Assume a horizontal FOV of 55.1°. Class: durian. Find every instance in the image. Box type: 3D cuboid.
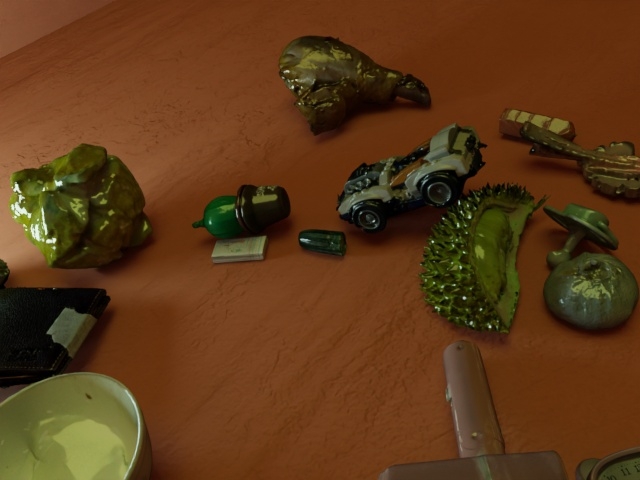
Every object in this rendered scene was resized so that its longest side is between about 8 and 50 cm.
[{"bbox_3d":[0.275,0.019,1.070,0.169,0.158,0.351,31,49,-3],"label":"durian"}]

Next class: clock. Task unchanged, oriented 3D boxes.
[{"bbox_3d":[0.391,0.293,0.738,0.153,0.050,0.110,-13,40,1],"label":"clock"}]

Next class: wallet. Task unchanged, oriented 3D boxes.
[{"bbox_3d":[-0.538,0.169,1.101,0.263,0.071,0.221,-5,31,13],"label":"wallet"}]

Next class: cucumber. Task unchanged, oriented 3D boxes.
[{"bbox_3d":[0.000,0.000,1.188,0.105,0.048,0.048,8,45,24],"label":"cucumber"}]

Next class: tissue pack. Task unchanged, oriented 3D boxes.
[{"bbox_3d":[-0.161,0.018,1.231,0.108,0.023,0.056,-4,40,12],"label":"tissue pack"}]

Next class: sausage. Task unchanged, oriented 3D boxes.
[{"bbox_3d":[0.474,-0.242,1.321,0.169,0.065,0.065,23,52,34],"label":"sausage"}]

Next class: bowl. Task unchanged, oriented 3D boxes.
[{"bbox_3d":[-0.351,0.331,0.833,0.277,0.145,0.277,-7,41,6],"label":"bowl"}]

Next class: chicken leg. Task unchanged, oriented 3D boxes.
[{"bbox_3d":[0.070,-0.368,1.539,0.410,0.182,0.295,15,55,8],"label":"chicken leg"}]

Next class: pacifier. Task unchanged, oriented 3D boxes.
[{"bbox_3d":[0.433,0.000,1.047,0.116,0.127,0.150,-58,28,4],"label":"pacifier"}]

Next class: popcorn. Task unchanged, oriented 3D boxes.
[{"bbox_3d":[-0.506,-0.061,1.271,0.277,0.225,0.276,-14,46,15],"label":"popcorn"}]

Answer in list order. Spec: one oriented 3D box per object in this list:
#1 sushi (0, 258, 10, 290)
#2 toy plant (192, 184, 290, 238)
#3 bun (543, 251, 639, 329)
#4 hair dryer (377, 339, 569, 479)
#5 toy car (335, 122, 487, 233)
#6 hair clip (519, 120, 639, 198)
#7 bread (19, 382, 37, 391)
[{"bbox_3d":[-0.690,0.076,1.246,0.103,0.097,0.226,-38,29,-15],"label":"sushi"},{"bbox_3d":[-0.164,-0.060,1.259,0.201,0.105,0.143,-10,14,12],"label":"toy plant"},{"bbox_3d":[0.422,0.072,0.959,0.141,0.083,0.140,-9,43,9],"label":"bun"},{"bbox_3d":[0.184,0.259,0.808,0.211,0.125,0.352,-8,31,9],"label":"hair dryer"},{"bbox_3d":[0.161,-0.115,1.167,0.301,0.118,0.193,-17,24,33],"label":"toy car"},{"bbox_3d":[0.538,-0.162,1.204,0.301,0.069,0.173,21,52,21],"label":"hair clip"},{"bbox_3d":[-0.466,0.268,1.014,0.083,0.046,0.081,23,58,33],"label":"bread"}]
